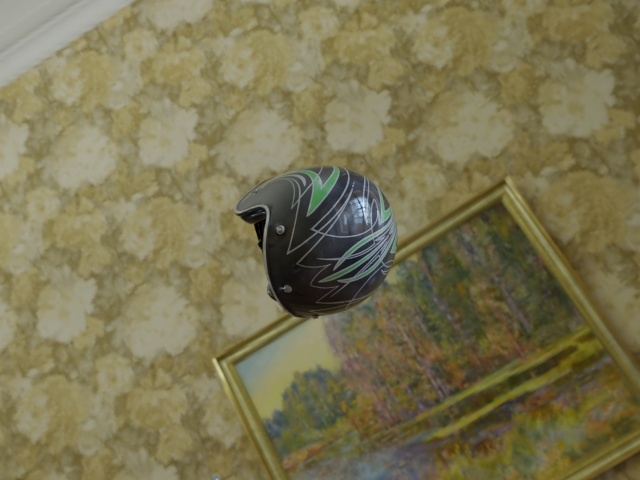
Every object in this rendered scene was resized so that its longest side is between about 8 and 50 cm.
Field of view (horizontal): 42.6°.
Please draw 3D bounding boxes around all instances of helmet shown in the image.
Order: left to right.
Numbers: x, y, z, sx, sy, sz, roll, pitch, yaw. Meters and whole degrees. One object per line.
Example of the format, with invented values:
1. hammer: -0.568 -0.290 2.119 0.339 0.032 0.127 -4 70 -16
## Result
1. helmet: 0.000 0.000 0.868 0.169 0.161 0.169 -9 -73 -31

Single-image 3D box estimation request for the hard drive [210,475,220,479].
1. hard drive: -0.069 0.240 0.542 0.094 0.135 0.022 -33 -11 -23
